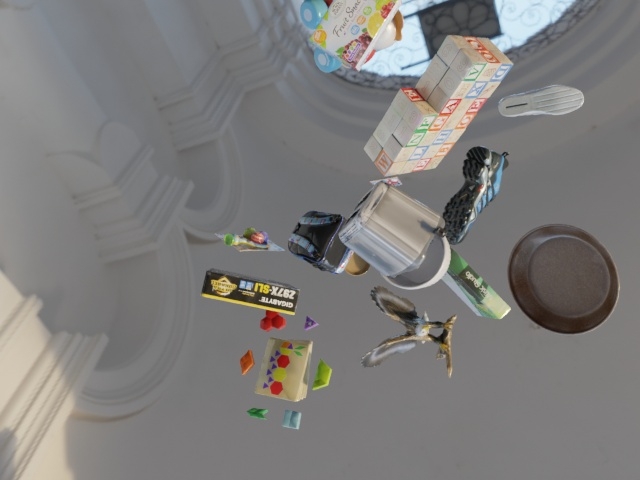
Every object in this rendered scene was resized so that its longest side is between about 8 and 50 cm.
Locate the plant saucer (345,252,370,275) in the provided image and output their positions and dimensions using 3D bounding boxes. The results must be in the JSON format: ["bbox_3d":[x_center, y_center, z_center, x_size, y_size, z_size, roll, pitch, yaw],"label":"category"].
[{"bbox_3d":[0.102,0.060,1.657,0.083,0.083,0.015,-29,172,-7],"label":"plant saucer"}]

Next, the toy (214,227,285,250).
[{"bbox_3d":[-0.241,-0.010,2.042,0.137,0.056,0.237,30,-161,32],"label":"toy"}]

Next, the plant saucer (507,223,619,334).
[{"bbox_3d":[0.428,0.066,1.022,0.036,0.198,0.199,-13,-162,-42],"label":"plant saucer"}]

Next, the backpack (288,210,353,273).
[{"bbox_3d":[0.000,0.000,1.603,0.173,0.117,0.158,15,-105,48],"label":"backpack"}]

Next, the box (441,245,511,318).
[{"bbox_3d":[0.457,0.123,1.904,0.058,0.322,0.232,-45,178,-5],"label":"box"}]

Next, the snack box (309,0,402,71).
[{"bbox_3d":[0.061,-0.383,1.011,0.141,0.100,0.037,-57,169,7],"label":"snack box"}]

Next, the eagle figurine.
[{"bbox_3d":[0.265,0.274,1.776,0.298,0.225,0.226,7,-137,-7],"label":"eagle figurine"}]

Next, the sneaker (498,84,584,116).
[{"bbox_3d":[0.713,-0.455,1.882,0.258,0.094,0.091,1,-160,22],"label":"sneaker"}]

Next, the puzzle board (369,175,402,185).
[{"bbox_3d":[0.234,-0.204,2.060,0.096,0.011,0.128,-9,172,15],"label":"puzzle board"}]

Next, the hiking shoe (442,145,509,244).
[{"bbox_3d":[0.461,-0.120,1.700,0.132,0.304,0.113,7,-156,-30],"label":"hiking shoe"}]

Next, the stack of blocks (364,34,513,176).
[{"bbox_3d":[0.237,-0.274,1.206,0.171,0.297,0.087,-13,-121,-38],"label":"stack of blocks"}]

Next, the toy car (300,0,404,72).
[{"bbox_3d":[0.117,-0.546,1.428,0.219,0.210,0.238,-32,-158,-33],"label":"toy car"}]

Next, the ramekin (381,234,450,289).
[{"bbox_3d":[0.265,0.037,1.624,0.207,0.109,0.207,-5,-102,26],"label":"ramekin"}]

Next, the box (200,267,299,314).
[{"bbox_3d":[-0.207,0.143,1.683,0.257,0.079,0.322,14,177,-8],"label":"box"}]

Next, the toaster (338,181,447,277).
[{"bbox_3d":[0.130,-0.020,1.096,0.129,0.146,0.227,-57,-176,-14],"label":"toaster"}]

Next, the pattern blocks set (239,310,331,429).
[{"bbox_3d":[-0.103,0.370,1.690,0.285,0.026,0.325,14,-109,25],"label":"pattern blocks set"}]
